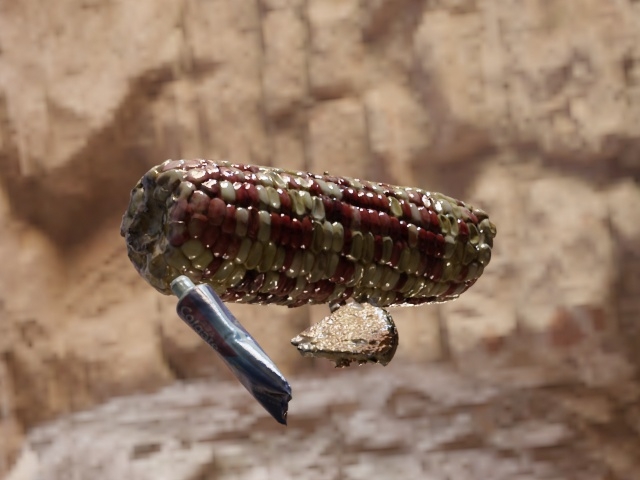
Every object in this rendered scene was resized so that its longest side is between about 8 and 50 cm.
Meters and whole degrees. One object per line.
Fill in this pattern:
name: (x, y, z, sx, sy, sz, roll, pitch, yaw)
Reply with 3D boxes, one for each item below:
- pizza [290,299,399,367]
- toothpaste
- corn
pizza: (0.018, 0.072, 1.397, 0.083, 0.078, 0.025, -100, 180, -57)
toothpaste: (-0.036, 0.043, 0.800, 0.083, 0.019, 0.027, 47, -31, 30)
corn: (0.000, 0.000, 1.319, 0.098, 0.289, 0.098, -10, -103, 52)
